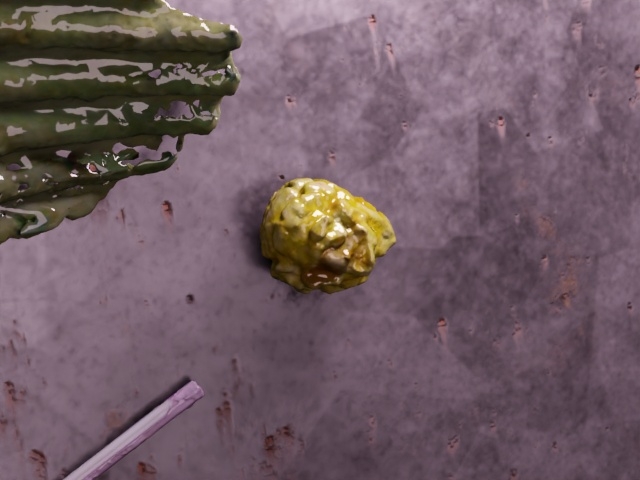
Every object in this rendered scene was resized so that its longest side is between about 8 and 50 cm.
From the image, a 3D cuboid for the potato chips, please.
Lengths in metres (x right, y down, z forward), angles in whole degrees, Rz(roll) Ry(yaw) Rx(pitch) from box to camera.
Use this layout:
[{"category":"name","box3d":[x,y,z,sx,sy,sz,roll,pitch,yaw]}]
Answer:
[{"category":"potato chips","box3d":[-0.267,-0.133,1.408,0.389,0.097,0.373,-31,129,-9]}]

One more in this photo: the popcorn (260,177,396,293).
[{"category":"popcorn","box3d":[0.000,0.000,1.589,0.106,0.116,0.120,-55,154,4]}]

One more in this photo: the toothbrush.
[{"category":"toothbrush","box3d":[-0.246,0.243,1.578,0.354,0.024,0.029,-38,115,-11]}]
